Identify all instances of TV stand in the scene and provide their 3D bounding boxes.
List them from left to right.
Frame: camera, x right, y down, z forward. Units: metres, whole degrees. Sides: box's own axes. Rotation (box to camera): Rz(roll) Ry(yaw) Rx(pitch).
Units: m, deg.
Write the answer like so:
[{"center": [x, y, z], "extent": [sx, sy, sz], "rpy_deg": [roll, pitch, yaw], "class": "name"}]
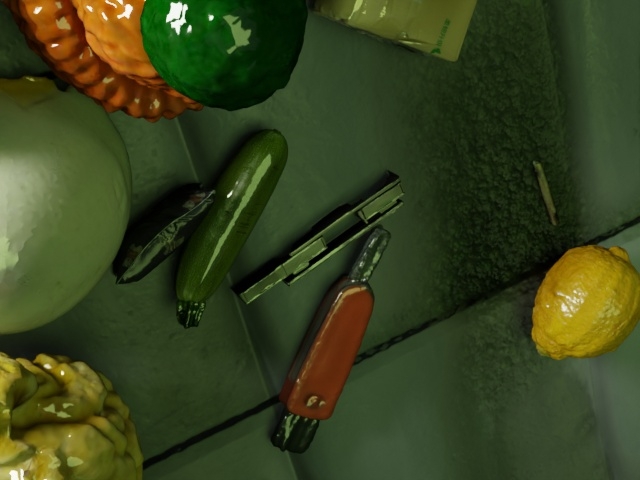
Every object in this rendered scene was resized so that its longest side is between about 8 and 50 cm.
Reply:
[{"center": [0.000, 0.000, 1.340], "extent": [0.249, 0.036, 0.042], "rpy_deg": [-35, 122, -12], "class": "TV stand"}]

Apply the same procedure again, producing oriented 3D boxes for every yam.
[{"center": [0.312, -0.065, 1.488], "extent": [0.014, 0.014, 0.107], "rpy_deg": [-32, 119, -13], "class": "yam"}]

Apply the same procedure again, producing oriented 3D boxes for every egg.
[{"center": [-0.305, -0.018, 1.100], "extent": [0.286, 0.174, 0.264], "rpy_deg": [-38, 125, -14], "class": "egg"}]

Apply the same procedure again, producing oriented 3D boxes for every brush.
[{"center": [0.016, 0.128, 1.391], "extent": [0.070, 0.051, 0.323], "rpy_deg": [20, 102, -25], "class": "brush"}]

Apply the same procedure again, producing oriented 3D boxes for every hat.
[{"center": [-0.107, -0.230, 0.988], "extent": [0.285, 0.400, 0.285], "rpy_deg": [-16, 117, -35], "class": "hat"}]

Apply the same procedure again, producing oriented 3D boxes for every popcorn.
[{"center": [-0.340, 0.217, 1.140], "extent": [0.264, 0.225, 0.332], "rpy_deg": [-20, 138, 13], "class": "popcorn"}]

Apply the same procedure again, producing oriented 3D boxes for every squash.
[{"center": [-0.113, -0.019, 1.258], "extent": [0.066, 0.066, 0.252], "rpy_deg": [27, 94, -32], "class": "squash"}]

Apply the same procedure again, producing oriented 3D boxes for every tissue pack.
[{"center": [0.109, -0.334, 1.240], "extent": [0.186, 0.090, 0.222], "rpy_deg": [15, 101, -33], "class": "tissue pack"}]

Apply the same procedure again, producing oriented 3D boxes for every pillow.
[{"center": [-0.180, -0.010, 1.214], "extent": [0.150, 0.090, 0.048], "rpy_deg": [-44, 122, -4], "class": "pillow"}]

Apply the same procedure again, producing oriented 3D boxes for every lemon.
[{"center": [0.369, 0.090, 1.501], "extent": [0.142, 0.142, 0.187], "rpy_deg": [38, 94, -32], "class": "lemon"}]
